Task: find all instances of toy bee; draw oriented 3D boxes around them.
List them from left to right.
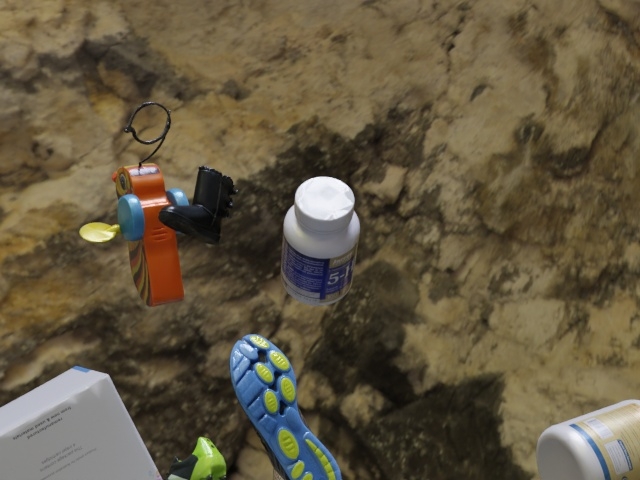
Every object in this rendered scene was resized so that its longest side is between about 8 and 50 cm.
[{"bbox_3d":[-0.264,-0.056,1.556,0.195,0.162,0.298,15,-88,-31],"label":"toy bee"}]

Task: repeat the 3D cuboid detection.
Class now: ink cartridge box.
[{"bbox_3d":[-0.265,0.278,1.071,0.171,0.168,0.232,-9,-72,64],"label":"ink cartridge box"}]

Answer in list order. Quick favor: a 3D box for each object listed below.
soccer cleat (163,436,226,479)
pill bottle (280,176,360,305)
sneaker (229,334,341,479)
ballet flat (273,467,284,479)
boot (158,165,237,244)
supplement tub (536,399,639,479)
[{"bbox_3d":[-0.199,0.351,1.407,0.179,0.060,0.072,-47,-131,17],"label":"soccer cleat"},{"bbox_3d":[0.000,0.000,1.463,0.112,0.112,0.186,20,-38,11],"label":"pill bottle"},{"bbox_3d":[-0.046,0.188,1.037,0.188,0.067,0.078,62,-25,1],"label":"sneaker"},{"bbox_3d":[0.049,0.541,1.550,0.482,0.182,0.164,50,-49,15],"label":"ballet flat"},{"bbox_3d":[-0.171,-0.056,1.405,0.045,0.121,0.099,0,-109,39],"label":"boot"},{"bbox_3d":[0.438,0.320,1.483,0.200,0.144,0.144,-13,-70,-21],"label":"supplement tub"}]
